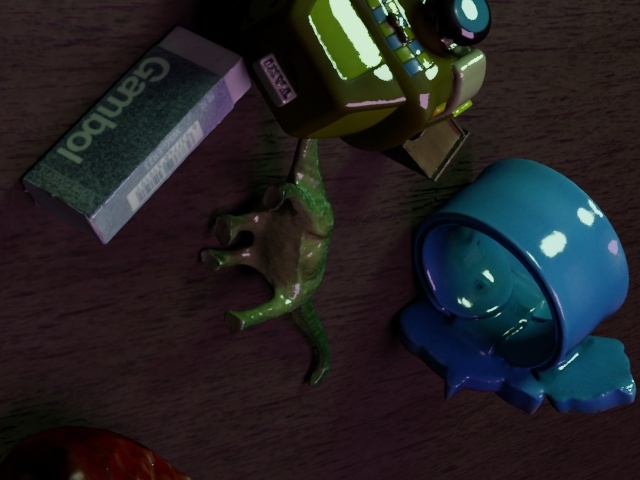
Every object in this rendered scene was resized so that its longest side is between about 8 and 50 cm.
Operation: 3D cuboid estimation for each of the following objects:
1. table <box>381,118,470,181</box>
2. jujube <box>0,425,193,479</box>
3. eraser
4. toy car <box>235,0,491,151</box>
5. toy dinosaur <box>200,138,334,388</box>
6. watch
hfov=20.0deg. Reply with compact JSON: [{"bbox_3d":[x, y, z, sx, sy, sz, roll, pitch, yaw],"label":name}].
[{"bbox_3d":[0.101,-0.125,2.004,0.070,0.083,0.082,-54,144,-6],"label":"table"},{"bbox_3d":[-0.203,0.310,1.788,0.223,0.223,0.318,-52,140,-15],"label":"jujube"},{"bbox_3d":[-0.162,-0.096,1.627,0.212,0.092,0.046,-48,146,-21],"label":"eraser"},{"bbox_3d":[0.015,-0.193,1.671,0.198,0.204,0.248,-34,99,-36],"label":"toy car"},{"bbox_3d":[0.000,0.000,1.954,0.301,0.087,0.447,-9,128,-52],"label":"toy dinosaur"},{"bbox_3d":[0.258,0.067,2.178,0.241,0.305,0.274,-40,151,-32],"label":"watch"}]
